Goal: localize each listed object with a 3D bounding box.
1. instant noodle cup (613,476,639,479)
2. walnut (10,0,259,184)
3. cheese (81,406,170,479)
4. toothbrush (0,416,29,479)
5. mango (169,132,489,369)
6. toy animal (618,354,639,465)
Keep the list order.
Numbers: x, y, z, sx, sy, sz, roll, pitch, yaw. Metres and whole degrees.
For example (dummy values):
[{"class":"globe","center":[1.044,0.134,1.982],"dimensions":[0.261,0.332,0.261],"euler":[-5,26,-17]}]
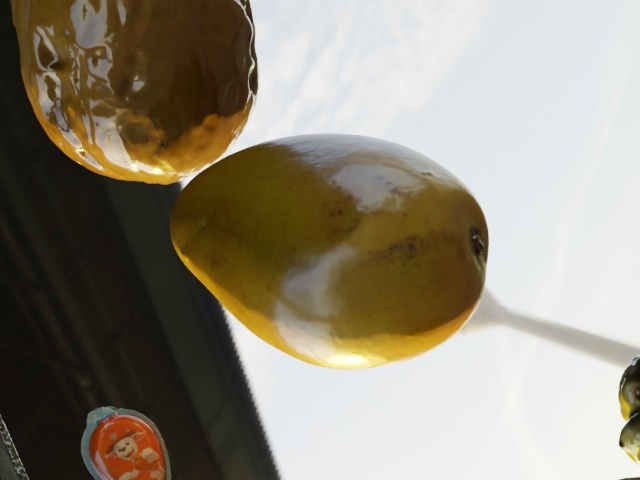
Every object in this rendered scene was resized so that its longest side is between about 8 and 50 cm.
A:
[{"class":"instant noodle cup","center":[0.328,0.389,1.437],"dimensions":[0.178,0.235,0.234],"euler":[-95,-1,-47]},{"class":"walnut","center":[-0.251,-0.263,1.824],"dimensions":[0.308,0.354,0.397],"euler":[-17,-65,-19]},{"class":"cheese","center":[-0.226,0.323,1.776],"dimensions":[0.106,0.256,0.037],"euler":[-27,-18,-23]},{"class":"toothbrush","center":[-0.350,0.183,1.442],"dimensions":[0.031,0.297,0.030],"euler":[13,-53,-48]},{"class":"mango","center":[0.000,0.000,1.611],"dimensions":[0.300,0.446,0.232],"euler":[-40,-54,-28]},{"class":"toy animal","center":[0.347,0.135,1.098],"dimensions":[0.121,0.168,0.233],"euler":[-9,-24,-43]}]
